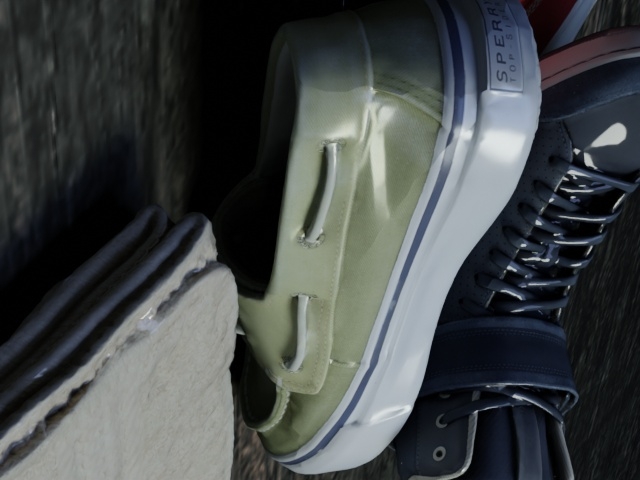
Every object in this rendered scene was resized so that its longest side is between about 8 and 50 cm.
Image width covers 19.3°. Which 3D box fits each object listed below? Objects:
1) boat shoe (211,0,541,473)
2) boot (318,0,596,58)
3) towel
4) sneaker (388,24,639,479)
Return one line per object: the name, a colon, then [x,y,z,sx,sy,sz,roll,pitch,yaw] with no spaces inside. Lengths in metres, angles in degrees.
boat shoe: [0.000,0.000,0.765,0.302,0.094,0.109,110,-23,-52]
boot: [0.091,-0.170,0.770,0.244,0.088,0.176,-62,158,10]
towel: [-0.105,0.124,0.733,0.187,0.049,0.282,-45,155,-35]
sneaker: [0.099,0.022,0.814,0.086,0.163,0.226,14,145,-29]
